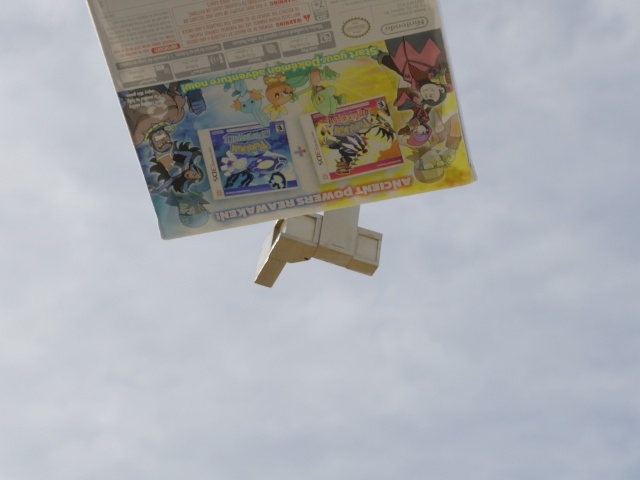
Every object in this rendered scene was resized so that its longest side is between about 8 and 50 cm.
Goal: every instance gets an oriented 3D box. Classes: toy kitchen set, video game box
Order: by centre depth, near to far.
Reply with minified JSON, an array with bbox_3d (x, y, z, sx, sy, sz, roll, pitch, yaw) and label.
[{"bbox_3d":[-0.022,-0.105,0.896,0.205,0.048,0.187,-10,-64,8],"label":"video game box"},{"bbox_3d":[0.000,0.000,1.204,0.083,0.068,0.075,18,-37,-11],"label":"toy kitchen set"}]
